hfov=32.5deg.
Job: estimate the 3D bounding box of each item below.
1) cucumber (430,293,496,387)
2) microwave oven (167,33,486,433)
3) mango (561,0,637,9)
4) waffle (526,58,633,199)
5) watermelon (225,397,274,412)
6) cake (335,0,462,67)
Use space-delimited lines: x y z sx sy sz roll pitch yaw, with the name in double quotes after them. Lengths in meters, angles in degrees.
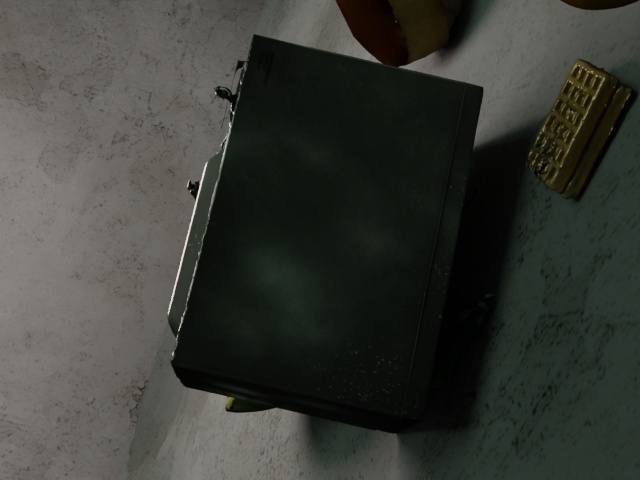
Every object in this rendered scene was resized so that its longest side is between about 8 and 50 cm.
0.172 0.121 1.377 0.155 0.037 0.037 -61 19 26 "cucumber"
0.000 0.000 1.429 0.236 0.374 0.432 111 173 -75 "microwave oven"
0.353 -0.438 1.079 0.300 0.232 0.445 -36 -31 -57 "mango"
0.296 -0.129 1.269 0.102 0.042 0.148 -113 45 -66 "waffle"
-0.047 0.138 1.778 0.331 0.189 0.330 -165 90 -89 "watermelon"
0.147 -0.408 1.815 0.178 0.208 0.185 -41 -31 -16 "cake"
